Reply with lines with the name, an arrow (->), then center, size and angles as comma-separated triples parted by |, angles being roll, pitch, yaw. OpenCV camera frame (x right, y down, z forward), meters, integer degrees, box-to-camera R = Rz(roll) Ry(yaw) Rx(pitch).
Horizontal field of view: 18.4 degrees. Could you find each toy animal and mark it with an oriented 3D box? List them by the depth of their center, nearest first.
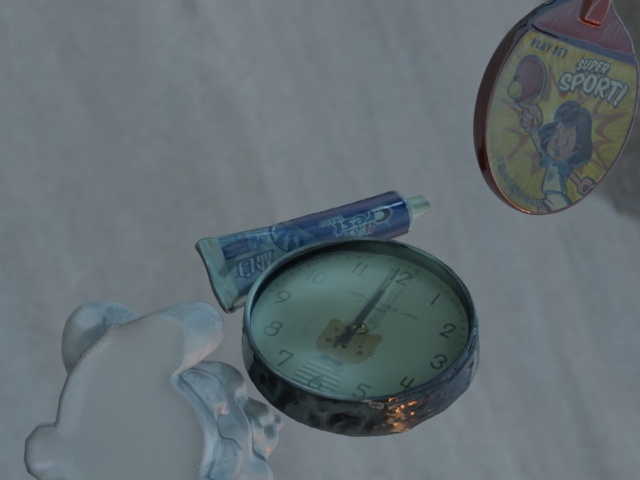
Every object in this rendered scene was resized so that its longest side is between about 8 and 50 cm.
toy animal -> -0.143, 0.184, 1.786 | 0.265, 0.206, 0.271 | 35, 38, -82

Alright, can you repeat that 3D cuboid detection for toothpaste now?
toothpaste -> 0.000, -0.001, 1.978 | 0.047, 0.268, 0.069 | 26, -52, 51

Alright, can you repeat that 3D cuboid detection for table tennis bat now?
table tennis bat -> 0.251, -0.175, 1.994 | 0.200, 0.310, 0.038 | 12, 10, -36

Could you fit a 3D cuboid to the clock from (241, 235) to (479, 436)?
clock -> 0.038, 0.084, 1.840 | 0.226, 0.226, 0.049 | -92, -178, -46
